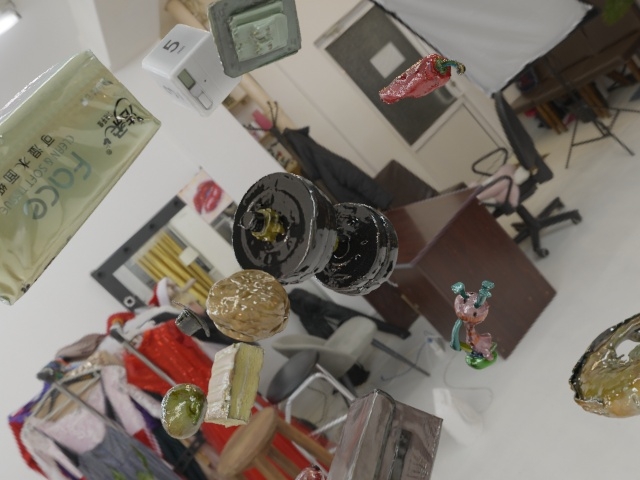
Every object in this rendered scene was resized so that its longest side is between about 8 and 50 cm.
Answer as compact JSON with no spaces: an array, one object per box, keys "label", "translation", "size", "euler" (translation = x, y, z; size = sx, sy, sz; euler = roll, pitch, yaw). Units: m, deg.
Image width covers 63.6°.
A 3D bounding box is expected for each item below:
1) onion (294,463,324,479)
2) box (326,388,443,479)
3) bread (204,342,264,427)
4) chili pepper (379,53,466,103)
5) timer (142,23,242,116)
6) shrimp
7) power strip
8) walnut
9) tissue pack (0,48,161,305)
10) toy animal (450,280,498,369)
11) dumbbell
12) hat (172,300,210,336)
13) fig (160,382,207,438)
[{"label":"onion","translation":[-0.047,0.815,1.655],"size":[0.184,0.147,0.183],"euler":[-171,90,-83]},{"label":"box","translation":[0.109,0.437,0.972],"size":[0.188,0.153,0.252],"euler":[119,172,-62]},{"label":"bread","translation":[-0.273,0.459,1.628],"size":[0.246,0.111,0.239],"euler":[-39,40,54]},{"label":"chili pepper","translation":[0.304,-0.503,1.629],"size":[0.110,0.110,0.388],"euler":[-47,18,-26]},{"label":"timer","translation":[-0.401,-0.535,1.623],"size":[0.195,0.192,0.194],"euler":[33,79,39]},{"label":"shrimp","translation":[0.403,0.117,0.597],"size":[0.253,0.058,0.173],"euler":[-38,4,8]},{"label":"power strip","translation":[-0.139,-0.479,1.191],"size":[0.213,0.064,0.198],"euler":[-27,-33,-10]},{"label":"walnut","translation":[-0.083,0.074,0.591],"size":[0.079,0.096,0.082],"euler":[42,-119,-70]},{"label":"tissue pack","translation":[-0.522,-0.105,0.907],"size":[0.332,0.205,0.404],"euler":[-2,51,48]},{"label":"toy animal","translation":[0.309,0.173,1.056],"size":[0.104,0.208,0.100],"euler":[-25,34,-22]},{"label":"dumbbell","translation":[0.000,0.000,0.922],"size":[0.185,0.185,0.388],"euler":[-39,-29,23]},{"label":"hat","translation":[-0.301,0.185,1.176],"size":[0.050,0.121,0.121],"euler":[-47,10,-14]},{"label":"fig","translation":[-0.217,0.276,0.849],"size":[0.098,0.082,0.084],"euler":[-26,19,37]}]
